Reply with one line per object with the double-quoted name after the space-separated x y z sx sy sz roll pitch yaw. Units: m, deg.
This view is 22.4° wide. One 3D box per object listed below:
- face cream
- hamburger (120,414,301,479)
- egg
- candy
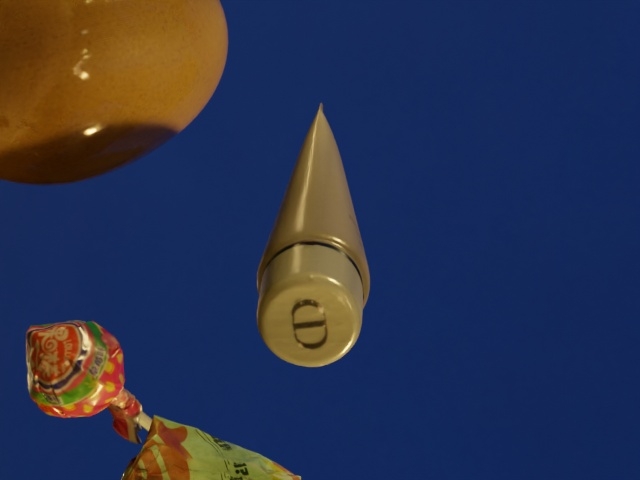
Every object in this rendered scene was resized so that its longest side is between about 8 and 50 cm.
0.000 0.000 1.344 0.314 0.089 0.143 -80 168 -66 "face cream"
-0.126 0.316 1.658 0.214 0.125 0.235 28 -82 7 "hamburger"
-0.244 -0.184 1.572 0.250 0.322 0.250 46 -34 46 "egg"
-0.250 0.205 2.023 0.124 0.365 0.124 -9 -119 17 "candy"
